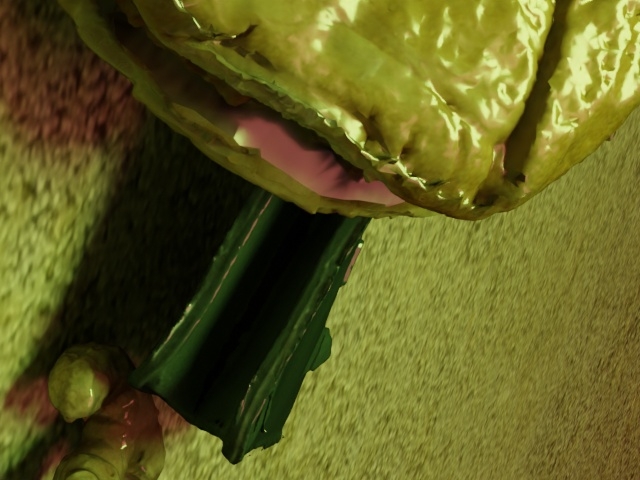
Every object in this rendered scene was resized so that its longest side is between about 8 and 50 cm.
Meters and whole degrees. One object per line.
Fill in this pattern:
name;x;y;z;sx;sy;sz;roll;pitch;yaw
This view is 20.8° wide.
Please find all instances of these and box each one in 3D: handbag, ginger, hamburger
handbag;-0.002;-0.001;0.995;0.247;0.079;0.260;-59;174;-1
ginger;-0.147;0.178;0.966;0.258;0.065;0.149;-70;161;5
hamburger;0.031;-0.138;0.773;0.259;0.283;0.144;-53;-163;-7
